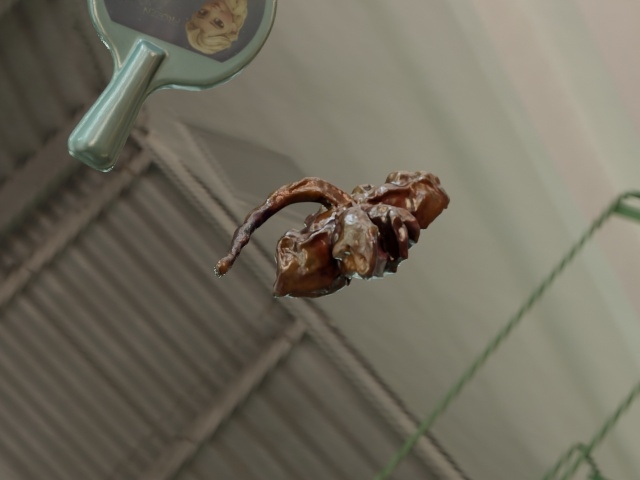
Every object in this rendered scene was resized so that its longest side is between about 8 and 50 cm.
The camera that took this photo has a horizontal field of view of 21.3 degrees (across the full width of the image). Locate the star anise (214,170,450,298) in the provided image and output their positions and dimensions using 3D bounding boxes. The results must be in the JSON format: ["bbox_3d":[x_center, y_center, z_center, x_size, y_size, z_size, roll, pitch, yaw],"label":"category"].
[{"bbox_3d":[0.000,0.000,0.953,0.191,0.097,0.070,-34,-72,-60],"label":"star anise"}]

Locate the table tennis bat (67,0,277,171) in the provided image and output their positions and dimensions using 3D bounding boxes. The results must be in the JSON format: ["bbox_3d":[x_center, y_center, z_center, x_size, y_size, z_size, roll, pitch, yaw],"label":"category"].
[{"bbox_3d":[-0.126,-0.158,1.322,0.149,0.038,0.237,32,-109,-9],"label":"table tennis bat"}]
